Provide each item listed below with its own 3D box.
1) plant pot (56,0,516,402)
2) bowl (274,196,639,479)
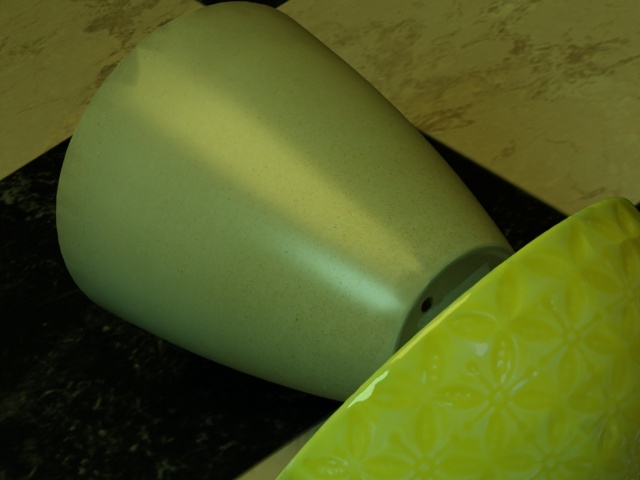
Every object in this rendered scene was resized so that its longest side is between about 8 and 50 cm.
[{"bbox_3d":[0.000,0.000,1.198,0.256,0.256,0.274,-40,48,-21],"label":"plant pot"},{"bbox_3d":[0.114,0.130,0.927,0.289,0.289,0.156,-38,74,-18],"label":"bowl"}]
